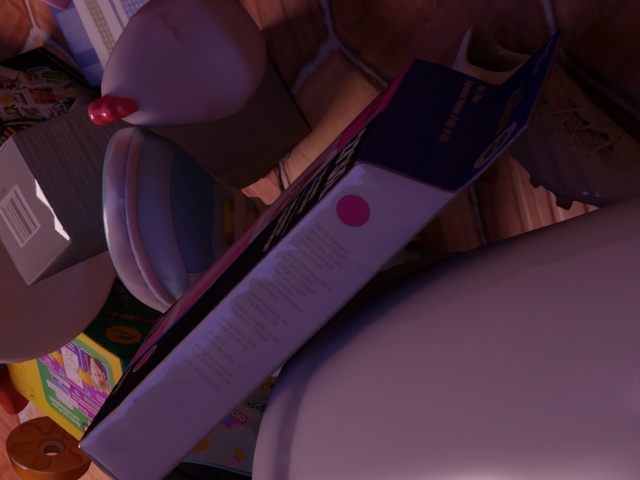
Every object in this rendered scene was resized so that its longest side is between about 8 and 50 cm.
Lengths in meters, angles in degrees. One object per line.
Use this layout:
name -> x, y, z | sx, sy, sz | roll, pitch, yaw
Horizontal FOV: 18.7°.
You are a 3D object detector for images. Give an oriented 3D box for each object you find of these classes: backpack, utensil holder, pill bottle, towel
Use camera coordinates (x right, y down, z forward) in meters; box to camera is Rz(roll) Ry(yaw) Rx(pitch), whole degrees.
backpack -> -0.076, 0.183, 1.687 | 0.166, 0.188, 0.144 | 135, 140, -61
utensil holder -> 0.192, 0.135, 1.093 | 0.385, 0.327, 0.328 | -21, 95, 58
pill bottle -> -0.364, -0.038, 1.945 | 0.361, 0.204, 0.204 | 36, 141, 51
towel -> -0.180, -0.242, 1.677 | 0.285, 0.034, 0.209 | -7, 109, 61

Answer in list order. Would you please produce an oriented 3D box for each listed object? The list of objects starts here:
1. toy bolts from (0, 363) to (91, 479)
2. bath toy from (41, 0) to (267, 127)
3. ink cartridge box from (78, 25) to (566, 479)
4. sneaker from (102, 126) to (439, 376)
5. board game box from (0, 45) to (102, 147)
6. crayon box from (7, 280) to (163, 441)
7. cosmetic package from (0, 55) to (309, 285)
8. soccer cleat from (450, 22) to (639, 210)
toy bolts -> -0.359, 0.156, 2.179 | 0.228, 0.218, 0.158 | -97, 10, -57
bath toy -> -0.163, -0.224, 1.312 | 0.151, 0.129, 0.348 | 7, 127, 61
ink cartridge box -> 0.000, 0.000, 1.223 | 0.069, 0.176, 0.371 | 44, 118, -8
sneaker -> -0.022, 0.005, 1.429 | 0.319, 0.208, 0.127 | 53, -144, -60
board game box -> -0.245, -0.099, 1.789 | 0.259, 0.136, 0.030 | 36, 138, 41
crayon box -> -0.235, 0.123, 2.003 | 0.278, 0.081, 0.165 | 29, 136, 45
cosmetic package -> -0.142, -0.065, 1.551 | 0.107, 0.238, 0.127 | 58, 148, 4
soccer cleat -> 0.150, -0.077, 1.249 | 0.196, 0.068, 0.076 | 35, 130, 42
